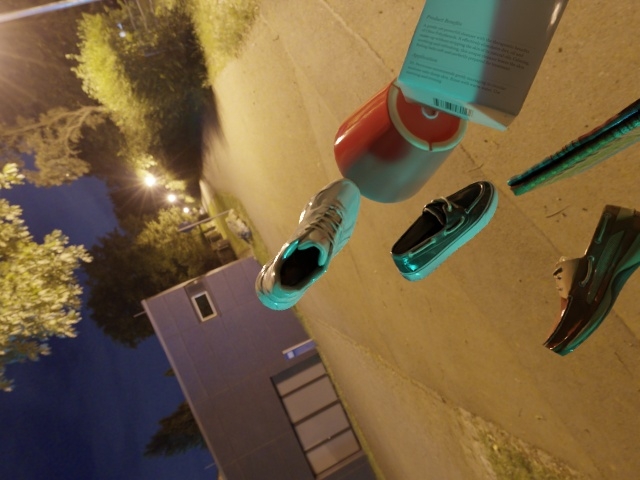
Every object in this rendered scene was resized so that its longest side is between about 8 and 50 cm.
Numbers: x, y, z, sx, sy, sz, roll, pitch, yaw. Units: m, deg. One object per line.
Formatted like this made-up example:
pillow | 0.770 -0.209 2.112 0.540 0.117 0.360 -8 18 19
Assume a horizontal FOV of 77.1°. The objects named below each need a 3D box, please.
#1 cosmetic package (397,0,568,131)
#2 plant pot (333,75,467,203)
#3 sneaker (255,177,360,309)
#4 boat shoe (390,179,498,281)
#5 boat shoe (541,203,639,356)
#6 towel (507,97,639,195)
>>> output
cosmetic package | 0.280 -0.384 0.622 0.196 0.366 0.155 24 -168 14
plant pot | 0.197 -0.252 0.959 0.275 0.274 0.243 65 159 5
sneaker | 0.000 0.000 0.580 0.090 0.232 0.115 34 163 -8
boat shoe | 0.201 -0.031 0.645 0.077 0.219 0.070 30 161 54
boat shoe | 0.538 0.076 0.811 0.120 0.324 0.122 34 -173 28
towel | 0.453 -0.168 0.580 0.271 0.370 0.040 -40 74 45
